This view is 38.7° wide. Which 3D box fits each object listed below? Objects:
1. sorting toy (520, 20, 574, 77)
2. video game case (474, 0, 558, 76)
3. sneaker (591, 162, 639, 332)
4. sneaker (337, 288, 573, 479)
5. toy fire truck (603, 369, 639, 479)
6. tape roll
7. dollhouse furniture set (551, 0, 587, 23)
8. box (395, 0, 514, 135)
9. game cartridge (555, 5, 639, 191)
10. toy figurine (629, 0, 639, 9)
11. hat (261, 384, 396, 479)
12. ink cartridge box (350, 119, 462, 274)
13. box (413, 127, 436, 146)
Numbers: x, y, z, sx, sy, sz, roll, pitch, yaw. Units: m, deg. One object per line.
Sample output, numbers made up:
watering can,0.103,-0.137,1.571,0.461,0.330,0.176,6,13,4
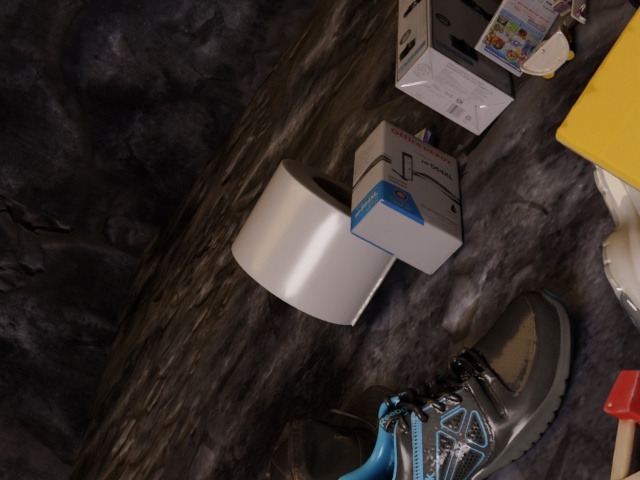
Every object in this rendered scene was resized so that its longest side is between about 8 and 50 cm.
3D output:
sorting toy,0.333,-0.280,1.309,0.083,0.045,0.075,-45,18,44
video game case,0.299,-0.321,1.376,0.122,0.087,0.011,-59,21,10
sneaker,0.343,-0.033,0.885,0.129,0.111,0.297,-25,36,28
sneaker,0.147,0.193,0.991,0.340,0.140,0.125,-59,17,6
toy fire truck,0.279,0.209,0.763,0.192,0.047,0.135,-67,19,-11
tape roll,0.000,0.000,1.486,0.169,0.246,0.246,-59,19,13
dollhouse furniture set,0.332,-0.350,1.294,0.091,0.114,0.081,-30,41,55
box,0.213,-0.320,1.478,0.087,0.169,0.290,-48,23,38
game cartridge,0.385,-0.120,0.701,0.324,0.053,0.285,42,107,37
toy figurine,0.365,-0.251,0.911,0.148,0.213,0.209,-45,27,13
hat,-0.005,0.321,1.235,0.331,0.134,0.331,-51,21,28
ink cartridge box,0.130,-0.069,1.382,0.086,0.148,0.203,-50,23,37
box,0.158,-0.142,1.604,0.136,0.028,0.081,-28,38,56
